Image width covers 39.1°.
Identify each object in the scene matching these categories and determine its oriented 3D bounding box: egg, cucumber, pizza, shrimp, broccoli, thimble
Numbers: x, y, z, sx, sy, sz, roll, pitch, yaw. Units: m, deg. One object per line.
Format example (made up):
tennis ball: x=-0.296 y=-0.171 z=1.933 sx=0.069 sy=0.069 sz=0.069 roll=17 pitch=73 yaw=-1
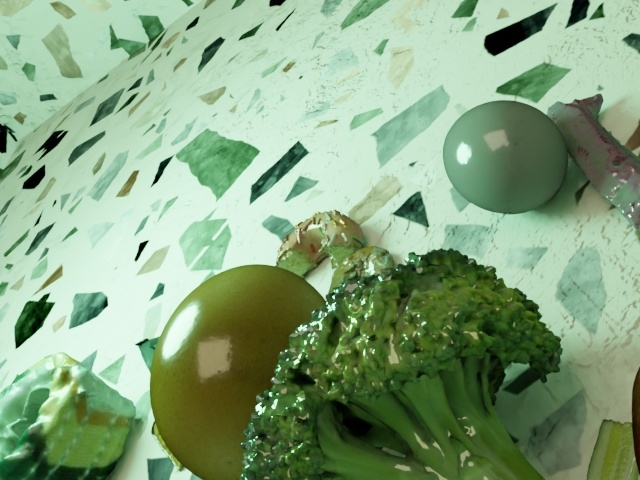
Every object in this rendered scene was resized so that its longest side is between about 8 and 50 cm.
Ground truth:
egg: x=0.237 y=-0.110 z=1.176 sx=0.146 sy=0.146 sz=0.198 roll=-45 pitch=22 yaw=1
egg: x=-0.086 y=0.163 z=1.141 sx=0.250 sy=0.250 sz=0.322 roll=-34 pitch=28 yaw=19
cucumber: x=0.277 y=0.219 z=0.824 sx=0.067 sy=0.035 sz=0.107 roll=-14 pitch=49 yaw=59
pizza: x=-0.221 y=0.298 z=1.362 sx=0.123 sy=0.026 sz=0.108 roll=-54 pitch=49 yaw=47
shrimp: x=0.044 y=0.081 z=1.295 sx=0.101 sy=0.042 sz=0.190 roll=-3 pitch=49 yaw=41
broccoli: x=0.084 y=0.155 z=0.890 sx=0.375 sy=0.249 sz=0.302 roll=-29 pitch=28 yaw=-20
thimble: x=-0.448 y=0.329 z=1.487 sx=0.288 sy=0.167 sz=0.254 roll=-43 pitch=30 yaw=6

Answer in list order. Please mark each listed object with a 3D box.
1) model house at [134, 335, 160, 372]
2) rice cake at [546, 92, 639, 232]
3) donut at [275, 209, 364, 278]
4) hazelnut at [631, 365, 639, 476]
model house: x=-0.199 y=0.178 z=1.440 sx=0.149 sy=0.119 sz=0.148 roll=-29 pitch=-1 yaw=-20
rice cake: x=0.358 y=-0.108 z=1.115 sx=0.081 sy=0.051 sz=0.290 roll=-37 pitch=30 yaw=16
donut: x=0.000 y=0.000 z=1.429 sx=0.166 sy=0.065 sz=0.117 roll=-22 pitch=38 yaw=34
hazelnut: x=0.329 y=0.145 z=0.676 sx=0.208 sy=0.208 sz=0.208 roll=-32 pitch=32 yaw=23
